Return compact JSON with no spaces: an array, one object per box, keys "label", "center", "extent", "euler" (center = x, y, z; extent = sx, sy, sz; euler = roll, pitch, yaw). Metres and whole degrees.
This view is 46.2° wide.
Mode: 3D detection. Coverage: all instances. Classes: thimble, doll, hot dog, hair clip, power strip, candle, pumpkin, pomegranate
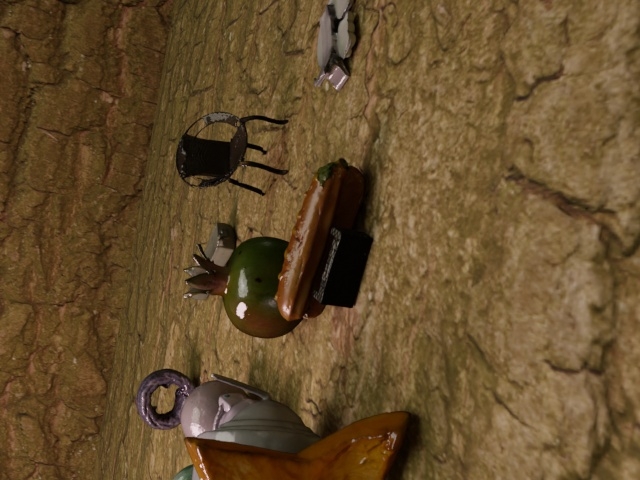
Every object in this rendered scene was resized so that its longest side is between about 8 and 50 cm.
[{"label":"thimble","center":[-0.388,0.398,1.887],"extent":[0.098,0.150,0.150],"euler":[167,111,-68]},{"label":"doll","center":[-0.162,0.338,1.392],"extent":[0.287,0.151,0.151],"euler":[-10,72,62]},{"label":"hot dog","center":[0.000,0.000,1.187],"extent":[0.072,0.115,0.269],"euler":[25,99,45]},{"label":"hair clip","center":[0.020,-0.371,1.367],"extent":[0.140,0.054,0.220],"euler":[125,149,-54]},{"label":"power strip","center":[-0.277,0.064,1.884],"extent":[0.286,0.048,0.080],"euler":[124,149,-45]},{"label":"candle","center":[-0.083,0.382,1.088],"extent":[0.221,0.221,0.343],"euler":[144,135,-59]},{"label":"pumpkin","center":[-0.025,0.353,0.934],"extent":[0.095,0.290,0.258],"euler":[110,156,-80]},{"label":"pomegranate","center":[-0.125,0.076,1.300],"extent":[0.181,0.224,0.182],"euler":[-172,90,-76]}]

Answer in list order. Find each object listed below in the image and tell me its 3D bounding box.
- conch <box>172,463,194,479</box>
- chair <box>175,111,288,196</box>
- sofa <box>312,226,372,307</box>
[{"label":"conch","center":[-0.224,0.519,1.483],"extent":[0.176,0.122,0.188],"euler":[-49,35,16]},{"label":"chair","center":[-0.189,-0.184,1.579],"extent":[0.149,0.213,0.174],"euler":[135,139,-62]},{"label":"sofa","center":[0.033,0.042,1.147],"extent":[0.039,0.060,0.118],"euler":[36,114,61]}]
